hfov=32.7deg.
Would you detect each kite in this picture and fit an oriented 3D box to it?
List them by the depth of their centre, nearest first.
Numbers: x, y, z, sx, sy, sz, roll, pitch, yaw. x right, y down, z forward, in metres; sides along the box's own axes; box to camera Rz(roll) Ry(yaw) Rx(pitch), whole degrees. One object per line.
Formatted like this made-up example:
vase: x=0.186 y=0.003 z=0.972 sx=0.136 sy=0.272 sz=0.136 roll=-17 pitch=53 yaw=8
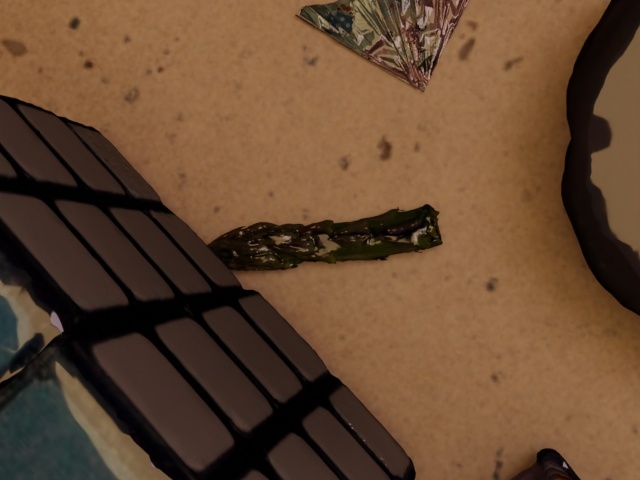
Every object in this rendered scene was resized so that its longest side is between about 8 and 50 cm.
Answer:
kite: x=0.049 y=-0.176 z=0.756 sx=0.139 sy=0.011 sz=0.156 roll=-19 pitch=88 yaw=2

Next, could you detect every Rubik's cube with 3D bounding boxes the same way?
Rubik's cube: x=-0.190 y=0.146 z=0.595 sx=0.344 sy=0.344 sz=0.337 roll=-44 pitch=84 yaw=6

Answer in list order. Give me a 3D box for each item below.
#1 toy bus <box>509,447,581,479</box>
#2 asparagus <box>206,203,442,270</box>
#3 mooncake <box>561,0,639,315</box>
toy bus: x=0.029 y=0.341 z=0.622 sx=0.440 sy=0.249 sz=0.209 roll=-37 pitch=85 yaw=3
asparagus: x=0.000 y=0.000 z=0.744 sx=0.165 sy=0.030 sz=0.036 roll=-5 pitch=97 yaw=5
mooncake: x=0.285 y=-0.059 z=0.664 sx=0.283 sy=0.141 sz=0.283 roll=1 pitch=97 yaw=10
